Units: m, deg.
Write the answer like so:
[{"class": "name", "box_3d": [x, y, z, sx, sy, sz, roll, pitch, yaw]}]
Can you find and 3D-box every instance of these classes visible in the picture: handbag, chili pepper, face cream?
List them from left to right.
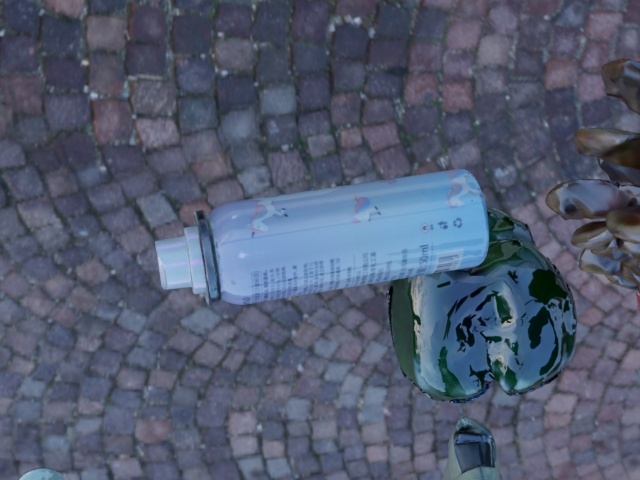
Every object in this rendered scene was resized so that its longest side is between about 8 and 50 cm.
[{"class": "face cream", "box_3d": [0.000, 0.000, 0.654, 0.229, 0.075, 0.075, -9, 126, -11]}, {"class": "handbag", "box_3d": [0.201, 0.417, 1.211, 0.109, 0.315, 0.253, -3, 145, 2]}, {"class": "chili pepper", "box_3d": [0.216, 0.088, 1.296, 0.249, 0.233, 0.256, -13, 121, 2]}]

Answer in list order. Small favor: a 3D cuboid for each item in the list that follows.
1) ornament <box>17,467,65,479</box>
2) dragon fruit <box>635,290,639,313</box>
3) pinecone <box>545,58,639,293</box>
[{"class": "ornament", "box_3d": [-0.335, 0.363, 1.158, 0.081, 0.156, 0.074, -29, 130, -9]}, {"class": "dragon fruit", "box_3d": [0.525, 0.083, 1.099, 0.278, 0.342, 0.277, -12, 143, -9]}, {"class": "pinecone", "box_3d": [0.374, -0.087, 0.677, 0.385, 0.384, 0.384, -4, 125, -6]}]
